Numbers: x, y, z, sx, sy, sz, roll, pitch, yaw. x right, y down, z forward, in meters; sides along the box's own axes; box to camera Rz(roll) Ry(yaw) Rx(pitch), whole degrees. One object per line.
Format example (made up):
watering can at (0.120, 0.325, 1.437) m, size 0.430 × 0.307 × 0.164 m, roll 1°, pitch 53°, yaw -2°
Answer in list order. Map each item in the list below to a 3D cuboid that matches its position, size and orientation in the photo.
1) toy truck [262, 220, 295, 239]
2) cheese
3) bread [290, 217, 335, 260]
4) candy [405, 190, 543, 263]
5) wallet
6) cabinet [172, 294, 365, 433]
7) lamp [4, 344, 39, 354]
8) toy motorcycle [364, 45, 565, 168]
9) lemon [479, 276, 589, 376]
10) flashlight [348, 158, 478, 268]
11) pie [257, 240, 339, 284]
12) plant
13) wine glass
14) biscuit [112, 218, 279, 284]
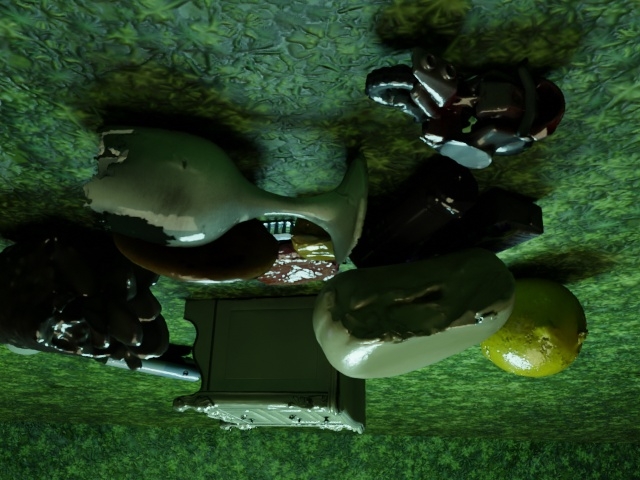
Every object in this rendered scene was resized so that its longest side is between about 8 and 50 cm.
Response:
toy truck at (-0.099, 0.008, 1.157) m, size 0.136 × 0.063 × 0.074 m, roll -5°, pitch 138°, yaw 8°
cheese at (0.122, 0.095, 1.037) m, size 0.266 × 0.127 × 0.233 m, roll -14°, pitch 161°, yaw -10°
bread at (0.000, 0.000, 1.117) m, size 0.074 × 0.053 × 0.132 m, roll 1°, pitch 169°, yaw 5°
candy at (0.182, 0.010, 1.136) m, size 0.088 × 0.061 × 0.312 m, roll 12°, pitch 155°, yaw -30°
wallet at (-0.412, 0.285, 1.860) m, size 0.231 × 0.069 × 0.170 m, roll 16°, pitch 172°, yaw -25°
cabinet at (-0.088, 0.257, 1.553) m, size 0.318 × 0.227 × 0.290 m, roll -4°, pitch 159°, yaw 12°
lamp at (-0.556, 0.151, 1.489) m, size 0.106 × 0.106 × 0.193 m, roll 9°, pitch 150°, yaw -20°
toy motorcycle at (0.149, -0.129, 0.750) m, size 0.213 × 0.082 × 0.122 m, roll 16°, pitch 156°, yaw -35°
lemon at (0.355, 0.146, 1.326) m, size 0.173 × 0.173 × 0.206 m, roll 11°, pitch 166°, yaw -22°
flashlight at (0.117, -0.030, 1.017) m, size 0.093 × 0.093 × 0.232 m, roll 11°, pitch 152°, yaw -23°
pie at (-0.042, 0.038, 1.247) m, size 0.153 × 0.038 × 0.153 m, roll -1°, pitch 158°, yaw 0°
plant at (-0.368, 0.085, 1.176) m, size 0.276 × 0.199 × 0.188 m, roll -1°, pitch 163°, yaw 24°
wine glass at (-0.105, -0.053, 0.896) m, size 0.321 × 0.143 × 0.143 m, roll 6°, pitch 158°, yaw -9°
biscuit at (-0.155, -0.005, 0.977) m, size 0.212 × 0.212 × 0.036 m, roll 8°, pitch 114°, yaw -15°
